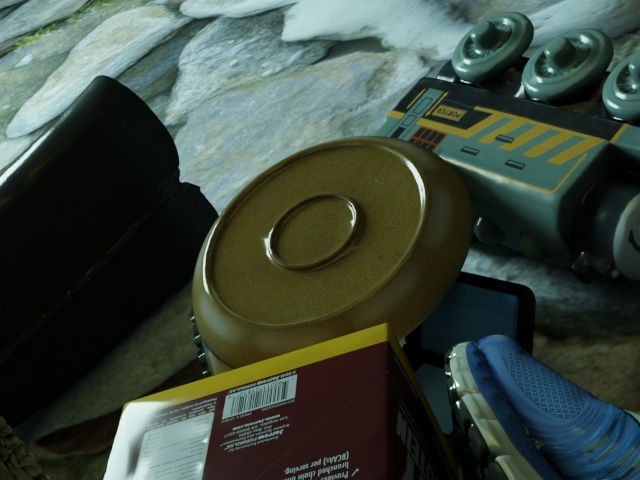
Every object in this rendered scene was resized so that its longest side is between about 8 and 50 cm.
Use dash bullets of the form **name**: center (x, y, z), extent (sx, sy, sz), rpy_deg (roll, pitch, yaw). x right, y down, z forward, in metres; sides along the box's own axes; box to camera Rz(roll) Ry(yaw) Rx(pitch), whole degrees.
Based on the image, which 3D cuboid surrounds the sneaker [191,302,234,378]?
- **sneaker**: center (-0.051, 0.048, 0.960), extent (0.086, 0.085, 0.237), rpy_deg (-9, 36, 16)

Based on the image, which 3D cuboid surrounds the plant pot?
- **plant pot**: center (0.000, 0.000, 0.870), extent (0.236, 0.032, 0.236), rpy_deg (-17, 43, 16)

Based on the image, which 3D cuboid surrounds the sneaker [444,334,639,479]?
- **sneaker**: center (0.176, 0.149, 0.596), extent (0.147, 0.130, 0.330), rpy_deg (-22, 34, -13)

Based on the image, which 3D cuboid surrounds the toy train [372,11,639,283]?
- **toy train**: center (0.183, -0.070, 0.916), extent (0.190, 0.142, 0.334), rpy_deg (-49, 36, -11)

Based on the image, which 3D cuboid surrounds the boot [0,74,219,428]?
- **boot**: center (-0.306, 0.002, 0.960), extent (0.146, 0.367, 0.445), rpy_deg (21, 53, 39)

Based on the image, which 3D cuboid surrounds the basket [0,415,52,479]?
- **basket**: center (-0.319, 0.186, 0.727), extent (0.213, 0.299, 0.223), rpy_deg (6, 43, 43)

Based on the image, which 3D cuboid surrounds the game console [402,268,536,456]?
- **game console**: center (0.085, 0.082, 0.803), extent (0.107, 0.071, 0.122), rpy_deg (-42, 32, -26)

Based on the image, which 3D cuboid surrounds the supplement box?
- **supplement box**: center (-0.023, 0.179, 0.672), extent (0.191, 0.129, 0.194), rpy_deg (-18, 30, 14)
